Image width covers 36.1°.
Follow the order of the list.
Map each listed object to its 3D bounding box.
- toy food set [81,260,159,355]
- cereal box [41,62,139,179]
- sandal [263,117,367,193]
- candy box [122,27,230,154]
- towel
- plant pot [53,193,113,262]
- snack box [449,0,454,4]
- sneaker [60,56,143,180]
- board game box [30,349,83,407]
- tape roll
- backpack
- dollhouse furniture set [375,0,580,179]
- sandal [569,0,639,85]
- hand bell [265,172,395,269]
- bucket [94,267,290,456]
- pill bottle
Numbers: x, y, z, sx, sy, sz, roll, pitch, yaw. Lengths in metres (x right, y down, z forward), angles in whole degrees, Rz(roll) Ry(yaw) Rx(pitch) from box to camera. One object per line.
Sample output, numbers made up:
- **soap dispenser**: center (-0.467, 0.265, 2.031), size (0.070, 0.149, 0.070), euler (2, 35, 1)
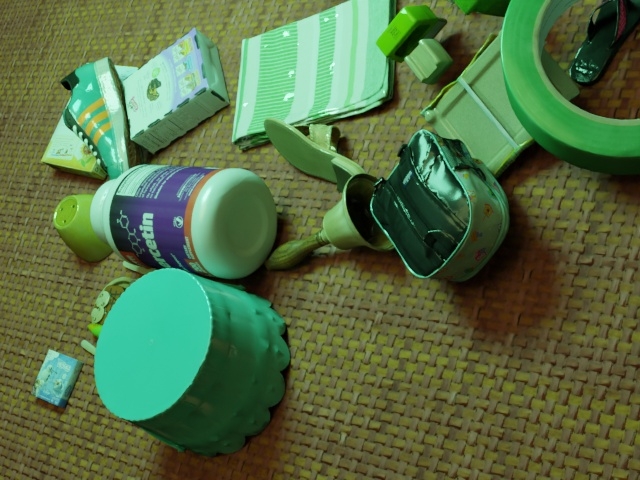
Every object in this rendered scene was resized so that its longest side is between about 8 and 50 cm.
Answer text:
- **toy food set**: center (-0.375, 0.122, 1.785), size (0.132, 0.038, 0.192), euler (19, 80, 41)
- **cereal box**: center (-0.467, -0.251, 2.036), size (0.173, 0.047, 0.240), euler (13, 76, 39)
- **sandal**: center (0.013, -0.151, 1.622), size (0.079, 0.088, 0.240), euler (-36, 51, -24)
- **candy box**: center (-0.283, -0.288, 1.900), size (0.196, 0.070, 0.165), euler (-30, 53, 21)
- **towel**: center (-0.015, -0.304, 1.728), size (0.325, 0.038, 0.248), euler (-14, 60, 32)
- **plant pot**: center (-0.455, -0.037, 1.888), size (0.134, 0.095, 0.134), euler (-17, 59, 29)
- **snack box**: center (0.224, -0.504, 1.605), size (0.174, 0.070, 0.207), euler (-42, 37, 14)
- **sneaker**: center (-0.429, -0.211, 1.912), size (0.121, 0.108, 0.302), euler (-19, 66, 3)
- **board game box**: center (-0.489, 0.256, 1.818), size (0.090, 0.020, 0.090), euler (10, 74, 40)
- **tape roll**: center (0.399, -0.248, 1.282), size (0.321, 0.077, 0.321), euler (-3, 75, 13)
- **backpack**: center (0.176, -0.036, 1.368), size (0.166, 0.144, 0.188), euler (-53, 39, 29)
- **dollhouse furniture set**: center (0.256, -0.251, 1.478), size (0.197, 0.151, 0.301), euler (-47, 66, 33)
- **sandal**: center (0.411, -0.307, 1.403), size (0.067, 0.040, 0.179), euler (25, 84, 42)
- **hand bell**: center (0.000, 0.000, 1.542), size (0.242, 0.126, 0.126), euler (-28, 53, 40)
- **bucket**: center (-0.205, 0.184, 1.529), size (0.281, 0.183, 0.281), euler (-17, 59, 30)
- **pill bottle**: center (-0.242, -0.037, 1.669), size (0.323, 0.181, 0.181), euler (5, 71, 39)
